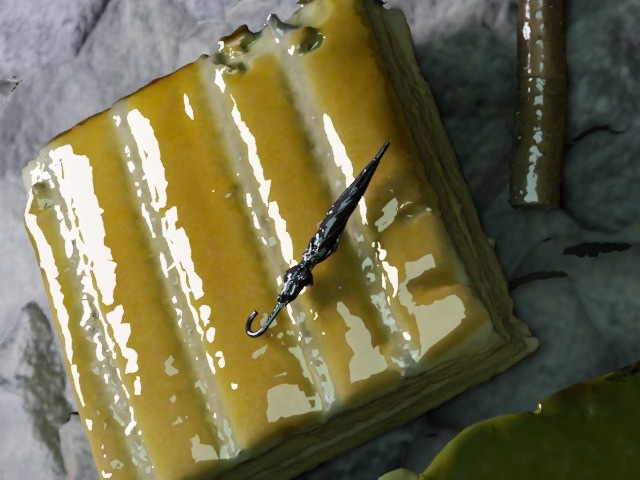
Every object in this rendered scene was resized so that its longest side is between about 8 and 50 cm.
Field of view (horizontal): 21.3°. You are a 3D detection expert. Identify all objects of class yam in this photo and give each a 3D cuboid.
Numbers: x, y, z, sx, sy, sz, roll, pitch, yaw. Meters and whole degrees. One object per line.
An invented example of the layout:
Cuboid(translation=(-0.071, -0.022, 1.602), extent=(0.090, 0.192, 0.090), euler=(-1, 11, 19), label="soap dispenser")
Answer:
Cuboid(translation=(0.121, -0.088, 0.944), extent=(0.032, 0.032, 0.145), euler=(-3, 78, 25), label="yam")

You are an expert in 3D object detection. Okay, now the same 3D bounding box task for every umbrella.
Cuboid(translation=(0.002, 0.001, 0.866), extent=(0.122, 0.013, 0.022), euler=(-53, 41, 3), label="umbrella")

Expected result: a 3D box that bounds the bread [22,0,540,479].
Cuboid(translation=(-0.030, 0.003, 0.950), extent=(0.239, 0.111, 0.246), euler=(-28, 65, 14), label="bread")

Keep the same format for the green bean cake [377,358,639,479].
Cuboid(translation=(0.180, 0.204, 0.726), extent=(0.310, 0.202, 0.285), euler=(-14, 63, -21), label="green bean cake")
